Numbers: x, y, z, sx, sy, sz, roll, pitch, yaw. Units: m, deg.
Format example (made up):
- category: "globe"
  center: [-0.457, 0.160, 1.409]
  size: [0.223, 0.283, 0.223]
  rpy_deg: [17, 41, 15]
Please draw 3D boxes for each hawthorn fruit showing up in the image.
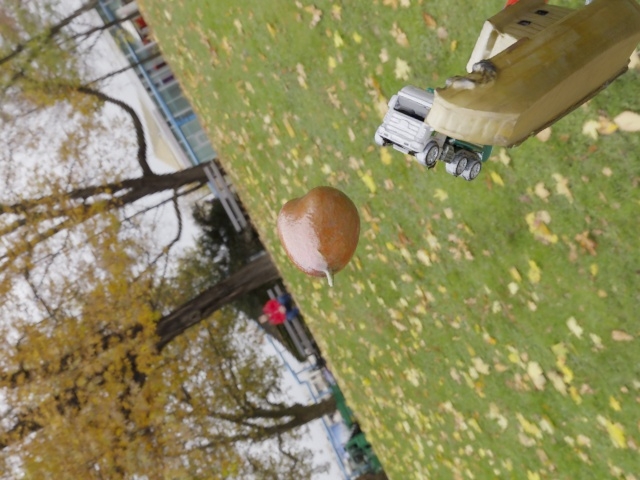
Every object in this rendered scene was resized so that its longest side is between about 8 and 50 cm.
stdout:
- category: "hawthorn fruit"
  center: [0.000, 0.000, 1.481]
  size: [0.199, 0.199, 0.251]
  rpy_deg: [64, -166, -52]

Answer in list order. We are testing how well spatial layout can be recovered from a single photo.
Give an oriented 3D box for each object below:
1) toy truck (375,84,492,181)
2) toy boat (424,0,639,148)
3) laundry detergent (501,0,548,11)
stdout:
- category: "toy truck"
  center: [0.200, -0.176, 1.057]
  size: [0.114, 0.124, 0.253]
  rpy_deg: [31, -166, 33]
- category: "toy boat"
  center: [0.222, -0.191, 0.665]
  size: [0.121, 0.321, 0.089]
  rpy_deg: [45, 149, 20]
- category: "laundry detergent"
  center: [0.262, -0.293, 0.834]
  size: [0.049, 0.165, 0.097]
  rpy_deg: [36, -145, 13]
